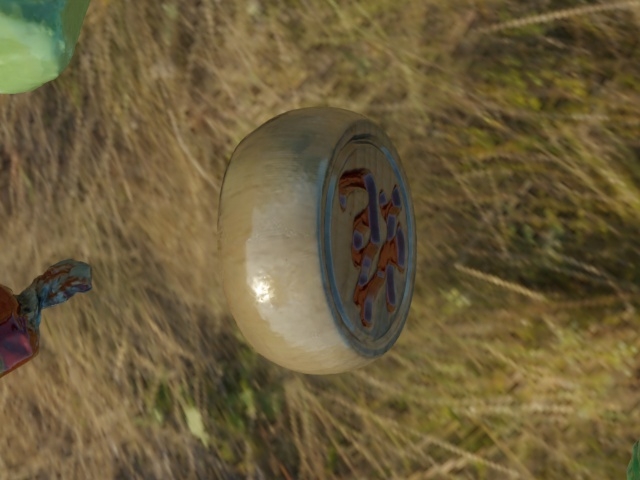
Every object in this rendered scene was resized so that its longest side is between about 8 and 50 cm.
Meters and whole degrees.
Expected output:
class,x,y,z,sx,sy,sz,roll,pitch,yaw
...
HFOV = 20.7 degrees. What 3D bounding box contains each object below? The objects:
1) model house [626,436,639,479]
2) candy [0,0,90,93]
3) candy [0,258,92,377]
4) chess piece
class,x,y,z,sx,sy,sz,roll,pitch,yaw
model house,0.281,0.029,0.915,0.253,0.291,0.184,9,128,-8
candy,-0.190,-0.256,1.173,0.142,0.132,0.344,26,56,-20
candy,-0.306,0.094,1.396,0.292,0.086,0.059,-30,131,-17
chess piece,0.000,0.000,0.547,0.038,0.084,0.084,-1,114,24
